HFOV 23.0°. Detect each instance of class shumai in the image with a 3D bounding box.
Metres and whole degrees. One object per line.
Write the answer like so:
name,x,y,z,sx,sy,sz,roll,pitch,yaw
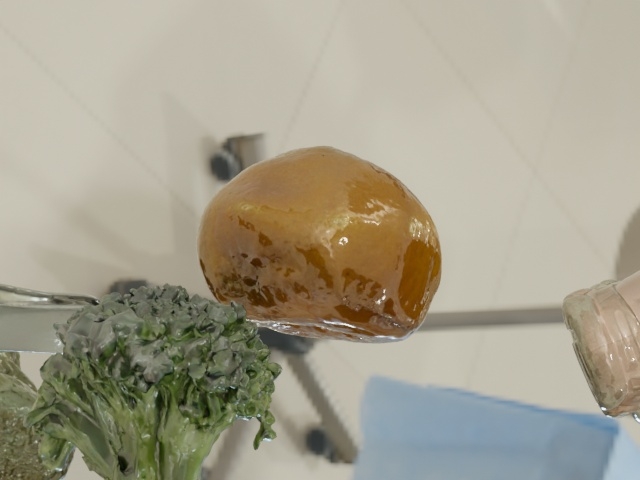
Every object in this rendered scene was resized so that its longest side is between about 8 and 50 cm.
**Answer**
shumai,-0.407,0.217,1.877,0.225,0.222,0.261,13,114,-13

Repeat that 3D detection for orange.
orange,0.000,0.000,1.564,0.249,0.249,0.183,20,75,-48

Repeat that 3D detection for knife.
knife,-0.307,0.059,1.342,0.265,0.041,0.073,10,119,-27

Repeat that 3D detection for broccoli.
broccoli,-0.151,0.165,1.181,0.177,0.198,0.275,50,54,-62

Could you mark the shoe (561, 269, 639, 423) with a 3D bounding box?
shoe,0.398,0.099,1.696,0.351,0.198,0.172,-6,75,-69
